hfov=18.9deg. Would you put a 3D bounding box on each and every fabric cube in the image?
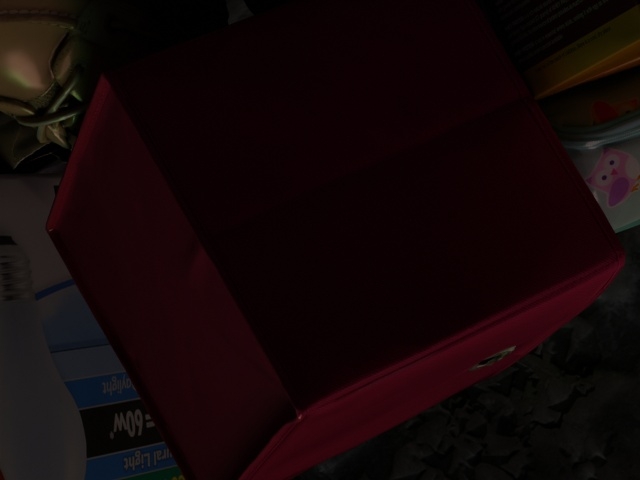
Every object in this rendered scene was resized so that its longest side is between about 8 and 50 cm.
[{"bbox_3d":[0.000,0.000,1.306,0.258,0.259,0.254,-25,167,-26],"label":"fabric cube"}]

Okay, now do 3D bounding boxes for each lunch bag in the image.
[{"bbox_3d":[0.185,-0.116,1.415,0.224,0.108,0.279,-22,-146,-23],"label":"lunch bag"}]

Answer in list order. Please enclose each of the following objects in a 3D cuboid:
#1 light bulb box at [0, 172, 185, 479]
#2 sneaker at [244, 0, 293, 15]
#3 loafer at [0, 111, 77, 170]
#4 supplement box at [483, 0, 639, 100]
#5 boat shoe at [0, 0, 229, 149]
[{"bbox_3d":[-0.298,0.137,1.606,0.225,0.361,0.358,-10,178,31],"label":"light bulb box"},{"bbox_3d":[-0.015,-0.210,1.239,0.090,0.081,0.232,-12,161,-31],"label":"sneaker"},{"bbox_3d":[-0.203,-0.091,1.573,0.148,0.050,0.056,-17,171,-19],"label":"loafer"},{"bbox_3d":[0.184,-0.213,1.213,0.129,0.194,0.191,-19,177,-19],"label":"supplement box"},{"bbox_3d":[-0.161,-0.125,1.287,0.121,0.110,0.341,-27,169,34],"label":"boat shoe"}]
